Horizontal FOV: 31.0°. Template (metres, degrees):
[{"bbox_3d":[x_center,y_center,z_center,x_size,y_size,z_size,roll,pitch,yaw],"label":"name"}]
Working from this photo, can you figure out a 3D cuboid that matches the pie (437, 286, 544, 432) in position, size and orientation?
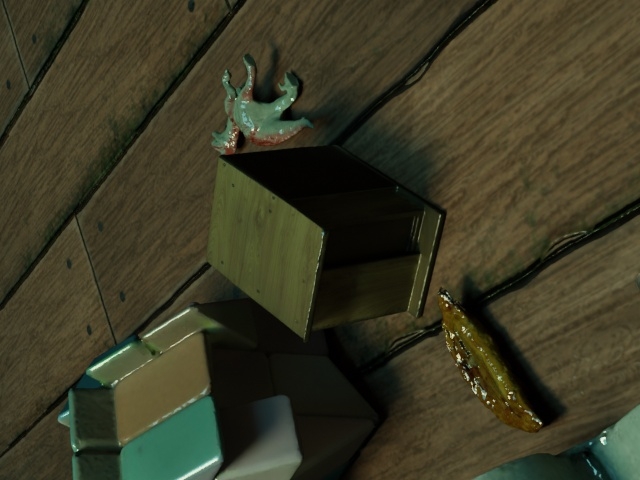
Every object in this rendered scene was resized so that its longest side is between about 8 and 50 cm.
[{"bbox_3d":[0.180,0.140,1.252,0.191,0.033,0.088,56,153,28],"label":"pie"}]

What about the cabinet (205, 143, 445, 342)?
[{"bbox_3d":[0.000,0.000,1.348,0.215,0.175,0.148,35,124,44],"label":"cabinet"}]

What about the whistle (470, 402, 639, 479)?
[{"bbox_3d":[0.257,0.283,1.095,0.405,0.188,0.168,-36,58,15],"label":"whistle"}]

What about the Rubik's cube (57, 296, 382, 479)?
[{"bbox_3d":[-0.140,0.246,1.456,0.387,0.368,0.358,118,148,-41],"label":"Rubik's cube"}]

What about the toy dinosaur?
[{"bbox_3d":[-0.075,-0.155,1.522,0.242,0.053,0.167,37,127,44],"label":"toy dinosaur"}]
